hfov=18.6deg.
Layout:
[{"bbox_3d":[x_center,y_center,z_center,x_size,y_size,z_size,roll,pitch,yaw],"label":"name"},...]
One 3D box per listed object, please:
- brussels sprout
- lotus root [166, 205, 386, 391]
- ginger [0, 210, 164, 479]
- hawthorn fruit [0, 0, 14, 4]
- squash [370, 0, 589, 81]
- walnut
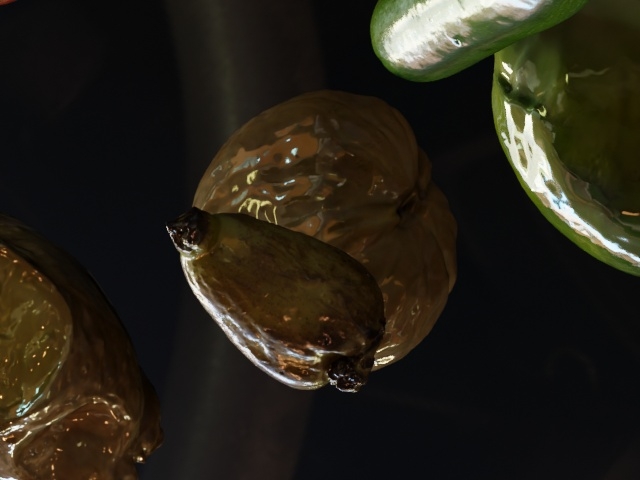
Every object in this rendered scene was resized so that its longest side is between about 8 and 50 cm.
[{"bbox_3d":[0.292,-0.131,1.585,0.344,0.268,0.344,7,104,30],"label":"brussels sprout"},{"bbox_3d":[-0.037,0.033,1.430,0.191,0.094,0.108,39,102,-16],"label":"lotus root"},{"bbox_3d":[-0.183,0.050,1.125,0.219,0.123,0.270,45,-179,-18],"label":"ginger"},{"bbox_3d":[-0.263,-0.268,1.482,0.299,0.211,0.211,9,140,-16],"label":"hawthorn fruit"},{"bbox_3d":[0.132,-0.191,1.418,0.101,0.101,0.379,46,160,-6],"label":"squash"},{"bbox_3d":[0.000,0.000,2.047,0.285,0.285,0.296,-19,106,44],"label":"walnut"}]
